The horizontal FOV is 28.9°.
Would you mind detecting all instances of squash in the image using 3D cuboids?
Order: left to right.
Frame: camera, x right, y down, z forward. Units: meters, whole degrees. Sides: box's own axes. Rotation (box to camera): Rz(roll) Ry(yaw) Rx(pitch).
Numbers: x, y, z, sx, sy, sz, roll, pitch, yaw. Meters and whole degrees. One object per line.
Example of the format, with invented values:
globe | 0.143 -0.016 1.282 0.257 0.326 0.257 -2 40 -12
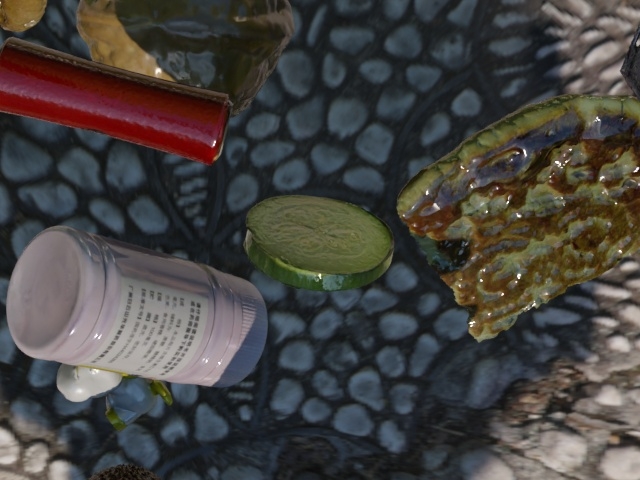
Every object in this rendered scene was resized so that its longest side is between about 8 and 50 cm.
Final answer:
squash | -0.001 0.004 1.786 0.219 0.219 0.041 8 122 -5

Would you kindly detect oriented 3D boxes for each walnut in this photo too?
walnut | -0.190 -0.311 1.739 0.306 0.344 0.306 1 100 4

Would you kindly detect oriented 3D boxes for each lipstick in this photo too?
lipstick | -0.212 -0.141 1.263 0.241 0.080 0.080 14 80 -4

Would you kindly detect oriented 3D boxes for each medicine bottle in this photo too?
medicine bottle | -0.181 0.073 1.265 0.250 0.133 0.133 16 76 -47

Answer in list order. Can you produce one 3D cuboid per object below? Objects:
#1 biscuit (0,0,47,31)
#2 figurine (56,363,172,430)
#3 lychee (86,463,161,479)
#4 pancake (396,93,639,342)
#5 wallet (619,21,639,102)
biscuit | -0.294 -0.284 1.056 0.042 0.226 0.226 -23 84 -27
figurine | -0.299 0.190 1.746 0.178 0.130 0.109 38 50 -36
lychee | -0.259 0.397 1.676 0.194 0.194 0.194 1 81 -6
pancake | 0.298 -0.046 1.466 0.427 0.305 0.067 -21 40 -7
wallet | 0.264 -0.149 0.848 0.030 0.166 0.111 0 43 -18
